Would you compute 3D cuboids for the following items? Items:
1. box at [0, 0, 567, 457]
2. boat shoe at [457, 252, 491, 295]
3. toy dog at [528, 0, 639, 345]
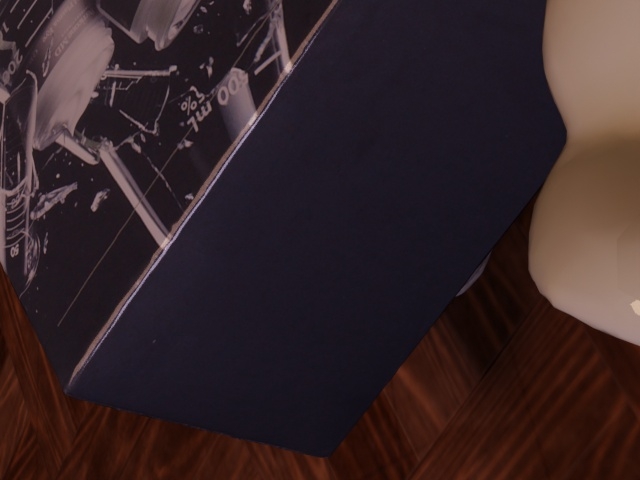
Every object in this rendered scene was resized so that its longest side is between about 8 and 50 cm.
[{"bbox_3d":[-0.027,-0.126,0.756,0.343,0.179,0.312,-54,45,16],"label":"box"},{"bbox_3d":[-0.001,0.003,0.897,0.320,0.103,0.118,-11,66,52],"label":"boat shoe"},{"bbox_3d":[0.223,-0.191,0.414,0.395,0.284,0.408,-74,-8,-76],"label":"toy dog"}]
